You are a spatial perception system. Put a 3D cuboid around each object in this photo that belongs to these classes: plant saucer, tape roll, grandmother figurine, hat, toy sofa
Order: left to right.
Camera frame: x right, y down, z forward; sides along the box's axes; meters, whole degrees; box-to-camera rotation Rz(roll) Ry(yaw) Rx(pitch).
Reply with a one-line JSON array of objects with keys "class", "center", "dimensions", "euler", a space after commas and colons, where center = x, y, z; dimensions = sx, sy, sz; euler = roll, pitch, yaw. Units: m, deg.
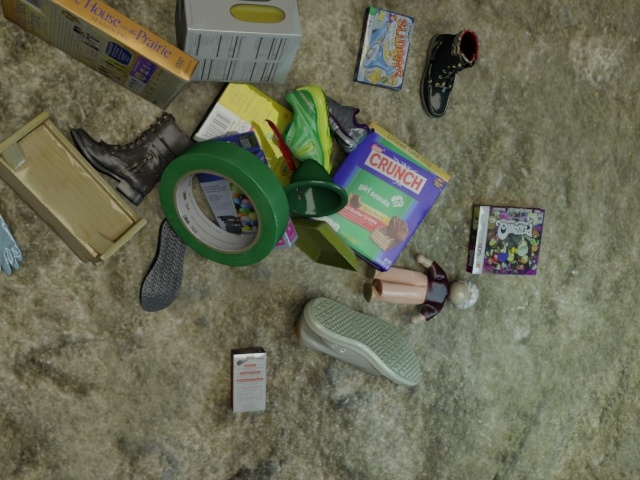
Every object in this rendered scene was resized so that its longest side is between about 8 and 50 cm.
[{"class": "toy sofa", "center": [-0.608, -0.116, 1.606], "dimensions": [0.362, 0.177, 0.150], "euler": [50, 62, -17]}, {"class": "tape roll", "center": [-0.236, -0.085, 1.631], "dimensions": [0.321, 0.321, 0.077], "euler": [54, 39, -17]}, {"class": "hat", "center": [-0.024, -0.182, 1.658], "dimensions": [0.173, 0.208, 0.183], "euler": [-8, 63, 13]}, {"class": "plant saucer", "center": [0.000, 0.000, 1.772], "dimensions": [0.188, 0.188, 0.045], "euler": [46, 69, -33]}, {"class": "grandmother figurine", "center": [0.301, 0.148, 1.952], "dimensions": [0.343, 0.104, 0.207], "euler": [6, 105, -16]}]

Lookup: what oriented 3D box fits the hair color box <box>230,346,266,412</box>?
[{"class": "hair color box", "center": [-0.200, 0.386, 1.851], "dimensions": [0.093, 0.053, 0.167], "euler": [-1, 100, -16]}]

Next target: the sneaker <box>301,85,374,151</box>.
[{"class": "sneaker", "center": [0.043, -0.339, 1.772], "dimensions": [0.098, 0.083, 0.223], "euler": [-38, 79, -6]}]

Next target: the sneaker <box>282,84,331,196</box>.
[{"class": "sneaker", "center": [-0.035, -0.246, 1.706], "dimensions": [0.124, 0.109, 0.295], "euler": [-2, 109, 7]}]

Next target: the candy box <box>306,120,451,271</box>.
[{"class": "candy box", "center": [0.156, -0.115, 1.820], "dimensions": [0.268, 0.122, 0.317], "euler": [34, 85, -2]}]

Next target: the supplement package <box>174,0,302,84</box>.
[{"class": "supplement package", "center": [-0.204, -0.515, 1.600], "dimensions": [0.263, 0.198, 0.199], "euler": [-2, 69, -18]}]

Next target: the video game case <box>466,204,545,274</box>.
[{"class": "video game case", "center": [0.567, 0.000, 2.042], "dimensions": [0.232, 0.042, 0.210], "euler": [3, 99, -18]}]

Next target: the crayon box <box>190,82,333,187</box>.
[{"class": "crayon box", "center": [-0.152, -0.261, 1.752], "dimensions": [0.319, 0.081, 0.202], "euler": [33, 88, -19]}]

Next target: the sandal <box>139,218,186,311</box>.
[{"class": "sandal", "center": [-0.403, 0.065, 1.744], "dimensions": [0.097, 0.054, 0.254], "euler": [20, 82, -26]}]

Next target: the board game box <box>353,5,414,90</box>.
[{"class": "board game box", "center": [0.175, -0.526, 1.840], "dimensions": [0.136, 0.035, 0.201], "euler": [7, 96, -18]}]

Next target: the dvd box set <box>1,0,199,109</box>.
[{"class": "dvd box set", "center": [-0.499, -0.452, 1.495], "dimensions": [0.421, 0.308, 0.062], "euler": [29, 78, -19]}]

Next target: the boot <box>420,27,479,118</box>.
[{"class": "boot", "center": [0.353, -0.458, 1.831], "dimensions": [0.085, 0.179, 0.236], "euler": [3, 97, -18]}]

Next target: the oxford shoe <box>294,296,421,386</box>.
[{"class": "oxford shoe", "center": [0.108, 0.299, 1.905], "dimensions": [0.450, 0.169, 0.130], "euler": [30, 130, -27]}]

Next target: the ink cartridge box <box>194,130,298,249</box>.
[{"class": "ink cartridge box", "center": [-0.196, -0.113, 1.685], "dimensions": [0.186, 0.065, 0.311], "euler": [-6, 119, 27]}]

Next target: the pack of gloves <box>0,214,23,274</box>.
[{"class": "pack of gloves", "center": [-0.838, -0.002, 1.605], "dimensions": [0.195, 0.046, 0.232], "euler": [-22, 101, -2]}]

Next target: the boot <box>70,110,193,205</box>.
[{"class": "boot", "center": [-0.458, -0.239, 1.666], "dimensions": [0.229, 0.091, 0.263], "euler": [-48, 113, -12]}]
